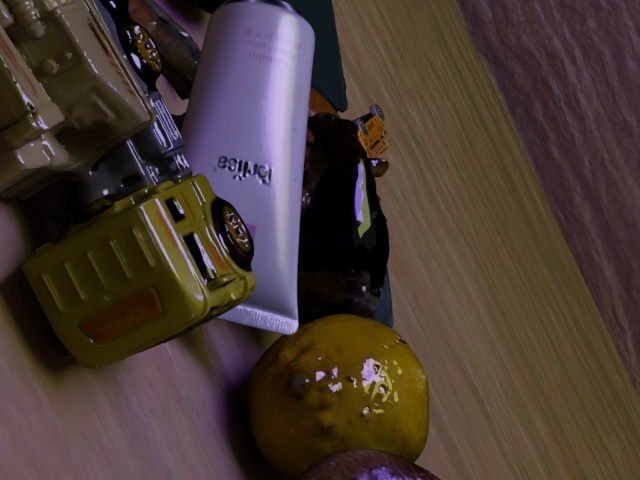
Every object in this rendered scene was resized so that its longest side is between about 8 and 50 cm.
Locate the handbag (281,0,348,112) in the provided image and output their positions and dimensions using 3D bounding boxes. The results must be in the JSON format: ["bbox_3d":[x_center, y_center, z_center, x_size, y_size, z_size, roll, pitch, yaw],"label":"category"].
[{"bbox_3d":[-0.064,-0.334,2.394,0.238,0.089,0.326,46,28,-43],"label":"handbag"}]

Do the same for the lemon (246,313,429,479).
[{"bbox_3d":[0.022,0.182,1.830,0.260,0.204,0.204,34,36,-64],"label":"lemon"}]

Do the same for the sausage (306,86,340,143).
[{"bbox_3d":[-0.055,-0.175,2.207,0.270,0.109,0.108,25,44,-63],"label":"sausage"}]

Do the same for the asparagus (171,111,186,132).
[{"bbox_3d":[-0.169,-0.106,1.868,0.343,0.082,0.085,1,102,-68],"label":"asparagus"}]

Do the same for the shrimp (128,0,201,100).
[{"bbox_3d":[-0.162,-0.220,1.969,0.251,0.052,0.143,55,20,24],"label":"shrimp"}]

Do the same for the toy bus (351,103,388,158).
[{"bbox_3d":[0.058,-0.152,2.519,0.074,0.070,0.162,63,21,-8],"label":"toy bus"}]

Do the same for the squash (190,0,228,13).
[{"bbox_3d":[-0.138,-0.377,2.158,0.193,0.156,0.193,155,-90,-84],"label":"squash"}]

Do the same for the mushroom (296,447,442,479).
[{"bbox_3d":[0.046,0.334,1.697,0.253,0.153,0.253,-13,110,-39],"label":"mushroom"}]

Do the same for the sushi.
[{"bbox_3d":[-0.018,-0.022,1.907,0.213,0.200,0.204,100,-1,-57],"label":"sushi"}]

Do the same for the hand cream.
[{"bbox_3d":[-0.087,-0.086,1.789,0.186,0.118,0.358,15,70,-19],"label":"hand cream"}]

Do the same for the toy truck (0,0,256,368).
[{"bbox_3d":[-0.227,-0.083,1.529,0.405,0.181,0.254,63,17,-4],"label":"toy truck"}]

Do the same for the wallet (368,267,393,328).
[{"bbox_3d":[0.000,0.000,2.188,0.342,0.075,0.237,18,56,-67],"label":"wallet"}]
